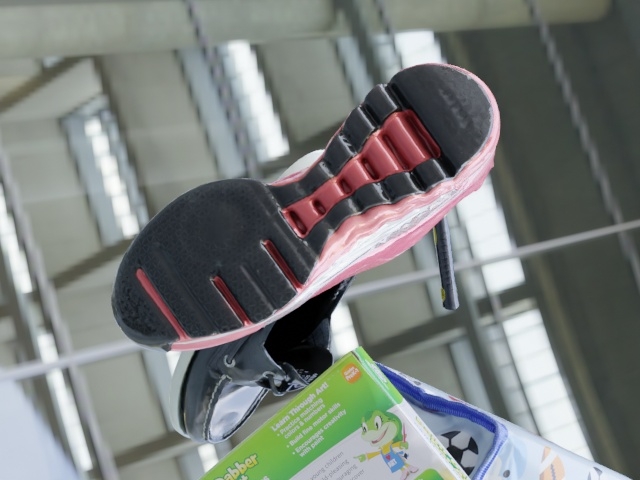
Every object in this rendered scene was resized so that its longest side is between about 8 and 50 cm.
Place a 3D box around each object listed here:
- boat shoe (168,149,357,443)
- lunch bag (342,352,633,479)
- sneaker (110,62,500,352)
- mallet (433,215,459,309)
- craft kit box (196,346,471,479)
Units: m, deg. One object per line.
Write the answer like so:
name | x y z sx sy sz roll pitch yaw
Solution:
boat shoe | -0.032 0.081 1.691 0.113 0.127 0.340 41 -59 21
lunch bag | 0.090 0.338 1.705 0.239 0.328 0.385 22 -93 45
sneaker | 0.001 0.000 1.358 0.314 0.136 0.116 -30 -114 0
mallet | 0.103 -0.026 1.572 0.062 0.039 0.189 -147 -137 -66
craft kit box | 0.012 0.253 1.416 0.250 0.061 0.246 -40 -93 8
